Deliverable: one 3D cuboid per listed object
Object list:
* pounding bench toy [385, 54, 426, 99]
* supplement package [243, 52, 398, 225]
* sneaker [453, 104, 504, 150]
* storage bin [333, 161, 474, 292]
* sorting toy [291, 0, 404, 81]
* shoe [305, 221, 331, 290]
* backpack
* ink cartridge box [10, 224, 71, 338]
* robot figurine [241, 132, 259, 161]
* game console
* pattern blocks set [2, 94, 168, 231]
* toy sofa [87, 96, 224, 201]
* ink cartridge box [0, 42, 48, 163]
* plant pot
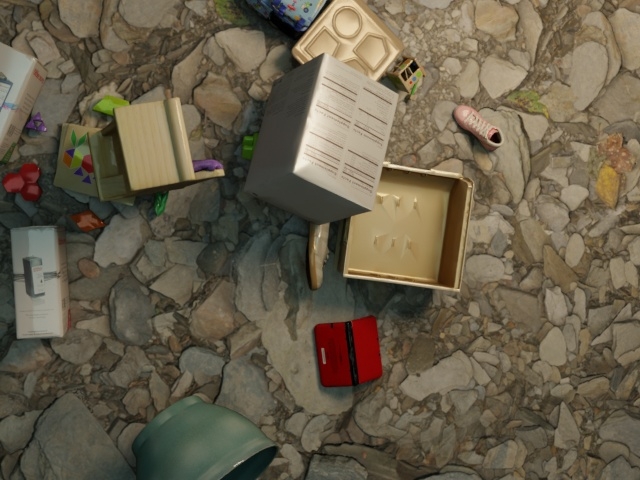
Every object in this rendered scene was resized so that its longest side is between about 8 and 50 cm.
[{"bbox_3d":[0.201,-0.361,1.893,0.065,0.052,0.083,-45,125,-8],"label":"pounding bench toy"},{"bbox_3d":[0.002,-0.198,1.731,0.198,0.199,0.263,24,70,-29],"label":"supplement package"},{"bbox_3d":[0.362,-0.257,1.920,0.134,0.070,0.051,44,85,-8],"label":"sneaker"},{"bbox_3d":[0.180,-0.036,1.863,0.262,0.123,0.260,8,90,-11],"label":"storage bin"},{"bbox_3d":[0.059,-0.418,1.863,0.193,0.038,0.208,41,79,-20],"label":"sorting toy"},{"bbox_3d":[0.000,0.000,1.852,0.058,0.076,0.219,1,89,-6],"label":"shoe"},{"bbox_3d":[-0.072,-0.538,1.804,0.173,0.117,0.158,36,85,-9],"label":"backpack"},{"bbox_3d":[-0.557,0.079,1.703,0.092,0.158,0.218,-1,91,-11],"label":"ink cartridge box"},{"bbox_3d":[-0.111,-0.194,1.829,0.115,0.067,0.101,7,59,-11],"label":"robot figurine"},{"bbox_3d":[0.062,0.247,1.903,0.124,0.085,0.144,-6,93,20],"label":"game console"},{"bbox_3d":[-0.463,-0.161,1.781,0.325,0.026,0.285,23,87,-11],"label":"pattern blocks set"},{"bbox_3d":[-0.321,-0.168,1.612,0.177,0.362,0.150,-12,94,-22],"label":"toy sofa"},{"bbox_3d":[-0.629,-0.269,1.681,0.093,0.154,0.212,25,88,-9],"label":"ink cartridge box"},{"bbox_3d":[-0.258,0.442,1.731,0.293,0.293,0.196,-41,72,-7],"label":"plant pot"}]
